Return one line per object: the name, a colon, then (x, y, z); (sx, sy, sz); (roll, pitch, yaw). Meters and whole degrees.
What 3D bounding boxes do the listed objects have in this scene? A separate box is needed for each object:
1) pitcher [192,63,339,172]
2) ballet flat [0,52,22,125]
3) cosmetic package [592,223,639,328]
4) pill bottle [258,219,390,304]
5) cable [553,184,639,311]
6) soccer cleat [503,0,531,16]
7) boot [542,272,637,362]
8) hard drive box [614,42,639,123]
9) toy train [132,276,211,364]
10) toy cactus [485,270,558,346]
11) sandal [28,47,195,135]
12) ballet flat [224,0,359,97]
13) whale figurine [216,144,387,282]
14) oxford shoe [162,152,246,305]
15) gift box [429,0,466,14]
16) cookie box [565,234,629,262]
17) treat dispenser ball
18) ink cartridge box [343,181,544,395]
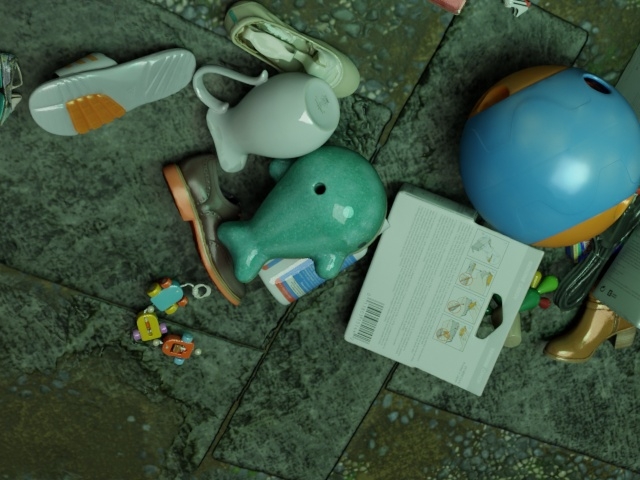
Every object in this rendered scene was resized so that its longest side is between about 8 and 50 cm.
pitcher: (-0.088, -0.202, 1.697); (0.207, 0.125, 0.178); (-11, 120, 39)
ballet flat: (-0.462, -0.223, 1.669); (0.041, 0.041, 0.114); (2, 117, -15)
cosmetic package: (0.673, 0.006, 1.972); (0.197, 0.155, 0.366); (27, 100, -27)
pill bottle: (0.000, 0.000, 1.850); (0.221, 0.124, 0.124); (-32, 120, 4)
cable: (0.493, -0.006, 1.976); (0.139, 0.072, 0.287); (-11, 137, -38)
soccer cleat: (0.299, -0.389, 1.775); (0.035, 0.029, 0.083); (-45, 123, 6)
boot: (0.501, 0.138, 2.081); (0.197, 0.073, 0.152); (-14, 120, -18)
hard drive box: (0.572, -0.219, 1.815); (0.089, 0.232, 0.181); (17, 112, -21)
toy train: (-0.250, 0.128, 1.903); (0.125, 0.046, 0.166); (10, 117, -20)
toy cactus: (0.310, 0.111, 1.964); (0.218, 0.181, 0.112); (4, 136, -10)
sandal: (-0.317, -0.236, 1.684); (0.265, 0.076, 0.102); (-22, 137, -26)
ballet flat: (-0.038, -0.279, 1.718); (0.248, 0.086, 0.086); (26, 109, -24)
whale figurine: (-0.032, -0.040, 1.725); (0.272, 0.216, 0.141); (-25, 165, 4)
oxford shoe: (-0.162, -0.015, 1.822); (0.098, 0.097, 0.271); (-25, 120, -7)
gift box: (0.133, -0.492, 1.557); (0.276, 0.258, 0.255); (31, 109, -5)
cookie box: (0.495, -0.017, 2.012); (0.107, 0.040, 0.092); (-14, 120, -6)
treat dispenser ball: (0.363, -0.133, 1.775); (0.288, 0.288, 0.288); (-6, 118, -11)
ink cartridge box: (0.208, 0.085, 1.917); (0.261, 0.066, 0.296); (23, 113, 7)
